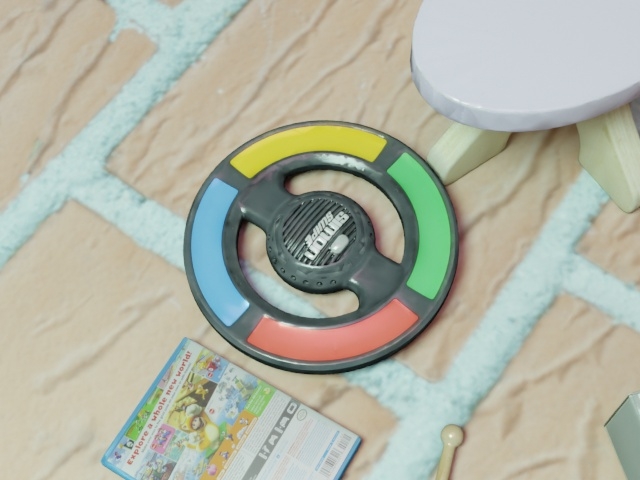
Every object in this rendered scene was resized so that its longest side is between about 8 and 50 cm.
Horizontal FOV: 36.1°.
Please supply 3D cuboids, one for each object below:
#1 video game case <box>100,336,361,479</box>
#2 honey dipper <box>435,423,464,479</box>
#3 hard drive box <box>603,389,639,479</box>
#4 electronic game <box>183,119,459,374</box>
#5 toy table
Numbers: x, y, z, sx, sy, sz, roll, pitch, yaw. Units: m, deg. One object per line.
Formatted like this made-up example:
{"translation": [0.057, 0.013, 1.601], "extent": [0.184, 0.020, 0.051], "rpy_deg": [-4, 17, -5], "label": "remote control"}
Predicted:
{"translation": [-0.069, 0.163, 0.758], "extent": [0.166, 0.015, 0.119], "rpy_deg": [28, 70, 15], "label": "video game case"}
{"translation": [0.082, 0.211, 0.720], "extent": [0.030, 0.030, 0.161], "rpy_deg": [15, 63, 10], "label": "honey dipper"}
{"translation": [0.332, 0.199, 0.676], "extent": [0.181, 0.089, 0.232], "rpy_deg": [-15, 65, -4], "label": "hard drive box"}
{"translation": [0.000, 0.000, 0.813], "extent": [0.229, 0.048, 0.229], "rpy_deg": [-1, 64, 2], "label": "electronic game"}
{"translation": [0.195, -0.153, 0.813], "extent": [0.274, 0.161, 0.252], "rpy_deg": [-21, 65, -7], "label": "toy table"}
